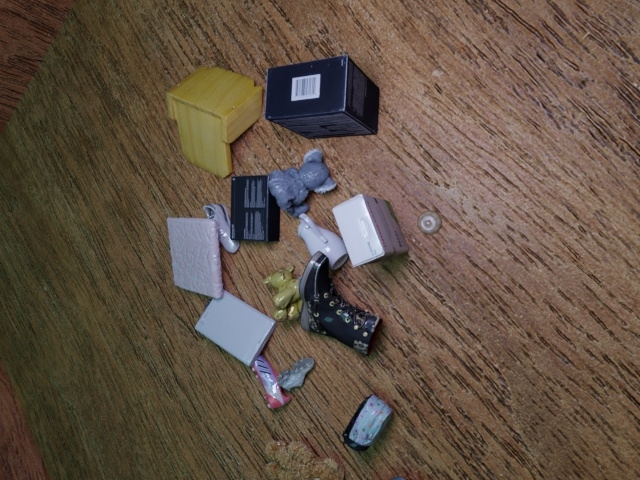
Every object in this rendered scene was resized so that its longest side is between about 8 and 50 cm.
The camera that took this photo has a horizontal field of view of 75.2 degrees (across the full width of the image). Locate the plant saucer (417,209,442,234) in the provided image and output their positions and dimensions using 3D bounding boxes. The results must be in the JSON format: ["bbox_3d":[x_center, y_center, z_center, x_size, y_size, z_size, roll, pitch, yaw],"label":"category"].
[{"bbox_3d":[0.367,-0.061,1.405,0.083,0.015,0.083,0,91,27],"label":"plant saucer"}]

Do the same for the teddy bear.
[{"bbox_3d":[-0.078,0.886,1.594,0.338,0.113,0.245,20,102,26],"label":"teddy bear"}]

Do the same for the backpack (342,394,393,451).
[{"bbox_3d":[0.170,0.634,1.456,0.115,0.152,0.182,30,92,18],"label":"backpack"}]

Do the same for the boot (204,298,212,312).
[{"bbox_3d":[-0.463,0.312,1.825,0.118,0.042,0.087,19,91,19],"label":"boot"}]

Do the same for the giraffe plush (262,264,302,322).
[{"bbox_3d":[-0.134,0.184,1.599,0.170,0.181,0.210,38,119,44],"label":"giraffe plush"}]

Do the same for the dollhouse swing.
[{"bbox_3d":[-0.431,-0.503,1.787,0.347,0.305,0.315,26,61,25],"label":"dollhouse swing"}]

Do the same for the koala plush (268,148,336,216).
[{"bbox_3d":[-0.062,-0.218,1.541,0.221,0.203,0.196,-23,80,14],"label":"koala plush"}]

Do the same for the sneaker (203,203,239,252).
[{"bbox_3d":[-0.426,-0.049,1.770,0.090,0.095,0.235,-33,78,22],"label":"sneaker"}]

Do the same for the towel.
[{"bbox_3d":[-0.540,0.065,1.797,0.317,0.053,0.331,7,106,37],"label":"towel"}]

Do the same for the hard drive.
[{"bbox_3d":[-0.353,0.354,1.728,0.307,0.040,0.203,26,77,24],"label":"hard drive"}]

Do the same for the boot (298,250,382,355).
[{"bbox_3d":[0.072,0.228,1.438,0.284,0.138,0.377,23,130,22],"label":"boot"}]

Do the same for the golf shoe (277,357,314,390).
[{"bbox_3d":[-0.083,0.526,1.630,0.176,0.069,0.086,-34,109,15],"label":"golf shoe"}]

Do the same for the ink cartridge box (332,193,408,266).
[{"bbox_3d":[0.170,-0.031,1.362,0.115,0.273,0.198,-25,79,25],"label":"ink cartridge box"}]

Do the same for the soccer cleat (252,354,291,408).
[{"bbox_3d":[-0.206,0.554,1.684,0.095,0.083,0.248,-24,70,-8],"label":"soccer cleat"}]

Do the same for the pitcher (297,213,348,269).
[{"bbox_3d":[0.000,0.000,1.508,0.125,0.178,0.207,-41,68,-9],"label":"pitcher"}]

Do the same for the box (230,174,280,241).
[{"bbox_3d":[-0.263,-0.128,1.680,0.184,0.103,0.261,3,92,24],"label":"box"}]

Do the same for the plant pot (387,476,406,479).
[{"bbox_3d":[0.267,0.901,1.351,0.290,0.290,0.195,28,67,24],"label":"plant pot"}]

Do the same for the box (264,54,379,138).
[{"bbox_3d":[0.013,-0.474,1.426,0.296,0.294,0.182,4,90,27],"label":"box"}]
